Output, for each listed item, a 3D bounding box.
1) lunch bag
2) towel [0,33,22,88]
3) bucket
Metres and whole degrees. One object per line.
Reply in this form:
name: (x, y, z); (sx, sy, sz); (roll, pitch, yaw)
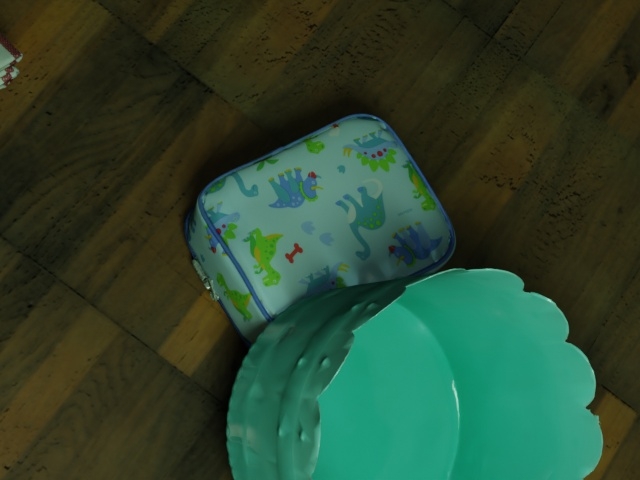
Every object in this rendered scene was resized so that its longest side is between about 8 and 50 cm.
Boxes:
lunch bag: (0.000, 0.000, 1.558); (0.219, 0.090, 0.176); (-27, 77, -27)
towel: (-0.443, -0.169, 1.445); (0.329, 0.037, 0.237); (-24, 61, -41)
bucket: (0.070, 0.157, 1.417); (0.281, 0.183, 0.281); (0, 89, -30)
